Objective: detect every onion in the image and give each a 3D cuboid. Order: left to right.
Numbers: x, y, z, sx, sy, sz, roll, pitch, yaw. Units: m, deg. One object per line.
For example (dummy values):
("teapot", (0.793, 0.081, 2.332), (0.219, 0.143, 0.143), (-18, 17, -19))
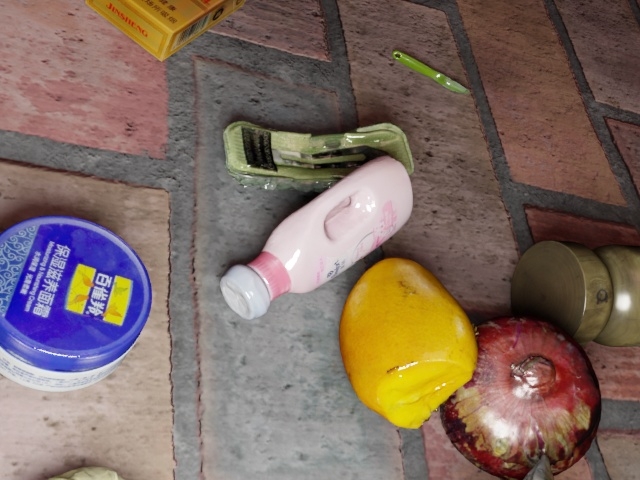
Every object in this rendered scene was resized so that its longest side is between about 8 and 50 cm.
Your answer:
("onion", (0.289, 0.223, 1.218), (0.246, 0.190, 0.246), (4, 61, -7))

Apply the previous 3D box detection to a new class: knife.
("knife", (0.230, -0.346, 1.754), (0.184, 0.022, 0.026), (26, 20, -10))

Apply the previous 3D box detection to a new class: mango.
("mango", (0.111, 0.123, 1.219), (0.138, 0.187, 0.257), (49, 11, -38))

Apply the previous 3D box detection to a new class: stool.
("stool", (0.482, 0.093, 1.438), (0.264, 0.179, 0.179), (3, 54, -28))

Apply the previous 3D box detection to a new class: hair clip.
("hair clip", (-0.006, -0.127, 1.404), (0.321, 0.091, 0.138), (0, 58, -16))

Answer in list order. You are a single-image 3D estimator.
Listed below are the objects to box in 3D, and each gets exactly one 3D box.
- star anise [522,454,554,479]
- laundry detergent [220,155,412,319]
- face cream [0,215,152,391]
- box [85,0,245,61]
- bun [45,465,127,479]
("star anise", (0.217, 0.396, 1.001), (0.315, 0.108, 0.315), (3, 74, -12))
("laundry detergent", (0.000, 0.000, 1.262), (0.335, 0.159, 0.088), (-34, 48, -31))
("face cream", (-0.320, 0.079, 1.042), (0.206, 0.111, 0.206), (16, 49, -19))
("box", (-0.264, -0.450, 1.521), (0.174, 0.076, 0.274), (38, 46, 1))
("bun", (-0.243, 0.338, 0.875), (0.237, 0.116, 0.210), (-7, 58, -34))
